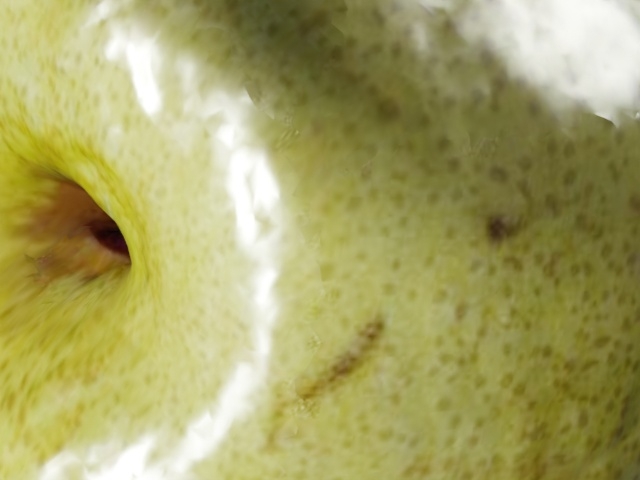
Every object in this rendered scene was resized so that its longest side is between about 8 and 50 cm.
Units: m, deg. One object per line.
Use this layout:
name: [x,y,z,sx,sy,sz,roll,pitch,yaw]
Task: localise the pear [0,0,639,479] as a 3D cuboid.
pear: [0.000,0.000,0.466,0.188,0.211,0.228,22,105,35]
